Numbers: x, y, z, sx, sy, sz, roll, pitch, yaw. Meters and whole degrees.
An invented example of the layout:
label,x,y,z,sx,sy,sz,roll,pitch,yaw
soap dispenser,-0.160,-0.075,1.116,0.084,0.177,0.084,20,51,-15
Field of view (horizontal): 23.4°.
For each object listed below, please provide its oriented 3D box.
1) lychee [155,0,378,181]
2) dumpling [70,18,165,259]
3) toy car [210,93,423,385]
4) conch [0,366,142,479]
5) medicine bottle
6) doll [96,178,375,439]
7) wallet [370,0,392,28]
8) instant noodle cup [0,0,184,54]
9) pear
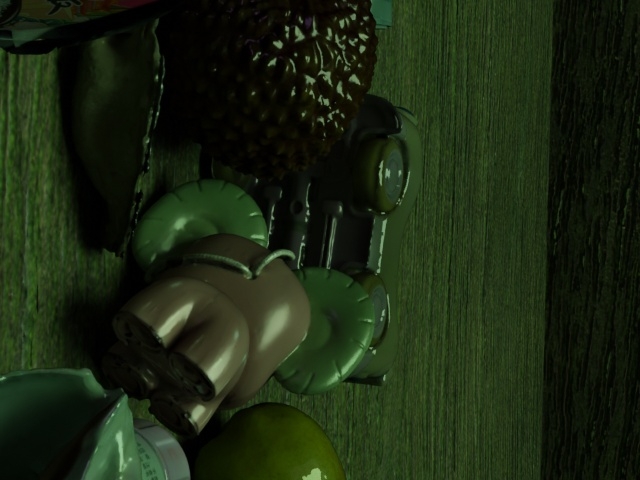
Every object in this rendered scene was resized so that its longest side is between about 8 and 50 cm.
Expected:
label,x,y,z,sx,sy,sz,roll,pitch,yaw
lychee,-0.066,-0.200,1.681,0.267,0.268,0.267,3,90,-68
dumpling,-0.205,-0.147,1.532,0.166,0.086,0.332,179,-86,-79
toy car,0.000,0.000,1.857,0.226,0.242,0.335,22,73,-66
conch,-0.272,0.291,1.283,0.249,0.197,0.368,41,49,-10
medicine bottle,-0.214,0.242,1.491,0.168,0.135,0.135,-1,94,-67
doll,-0.095,0.071,1.632,0.268,0.284,0.216,-49,174,-32
wallet,0.061,-0.424,2.191,0.176,0.075,0.250,-22,113,-73
instant noodle cup,-0.232,-0.293,1.267,0.258,0.302,0.181,2,73,-27
pear,-0.058,0.291,1.823,0.200,0.200,0.200,3,90,-68
